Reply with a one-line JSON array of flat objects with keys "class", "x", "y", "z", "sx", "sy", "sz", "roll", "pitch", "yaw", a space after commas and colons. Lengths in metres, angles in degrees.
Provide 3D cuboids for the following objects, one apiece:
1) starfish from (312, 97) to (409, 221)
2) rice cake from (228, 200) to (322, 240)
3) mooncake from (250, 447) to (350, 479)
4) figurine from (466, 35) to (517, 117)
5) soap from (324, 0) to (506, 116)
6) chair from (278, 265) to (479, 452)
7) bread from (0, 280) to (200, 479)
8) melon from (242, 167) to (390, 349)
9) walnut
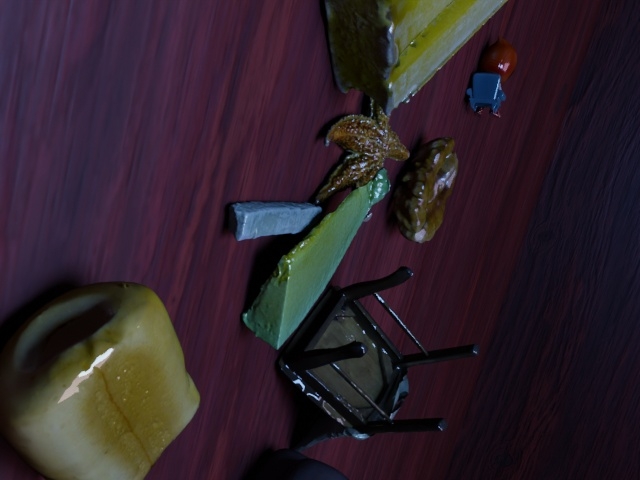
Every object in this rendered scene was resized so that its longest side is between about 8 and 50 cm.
[{"class": "starfish", "x": 0.060, "y": -0.121, "z": 0.877, "sx": 0.227, "sy": 0.043, "sz": 0.240, "roll": -37, "pitch": 138, "yaw": -54}, {"class": "rice cake", "x": -0.046, "y": -0.023, "z": 0.732, "sx": 0.171, "sy": 0.029, "sz": 0.033, "roll": -9, "pitch": 121, "yaw": -65}, {"class": "mooncake", "x": 0.036, "y": 0.404, "z": 0.924, "sx": 0.154, "sy": 0.306, "sz": 0.306, "roll": -62, "pitch": 156, "yaw": -21}, {"class": "figurine", "x": 0.311, "y": -0.297, "z": 1.266, "sx": 0.075, "sy": 0.068, "sz": 0.140, "roll": 22, "pitch": 82, "yaw": -64}, {"class": "soap", "x": 0.133, "y": -0.306, "z": 0.752, "sx": 0.315, "sy": 0.091, "sz": 0.199, "roll": -48, "pitch": 155, "yaw": -22}, {"class": "chair", "x": 0.035, "y": 0.175, "z": 0.956, "sx": 0.186, "sy": 0.319, "sz": 0.160, "roll": 47, "pitch": 52, "yaw": -15}, {"class": "bread", "x": -0.162, "y": 0.108, "z": 0.505, "sx": 0.134, "sy": 0.085, "sz": 0.173, "roll": -49, "pitch": 151, "yaw": -33}, {"class": "melon", "x": 0.001, "y": 0.000, "z": 0.804, "sx": 0.261, "sy": 0.053, "sz": 0.114, "roll": -50, "pitch": 155, "yaw": -32}, {"class": "walnut", "x": 0.163, "y": -0.079, "z": 1.104, "sx": 0.170, "sy": 0.069, "sz": 0.143, "roll": -63, "pitch": 155, "yaw": -21}]
